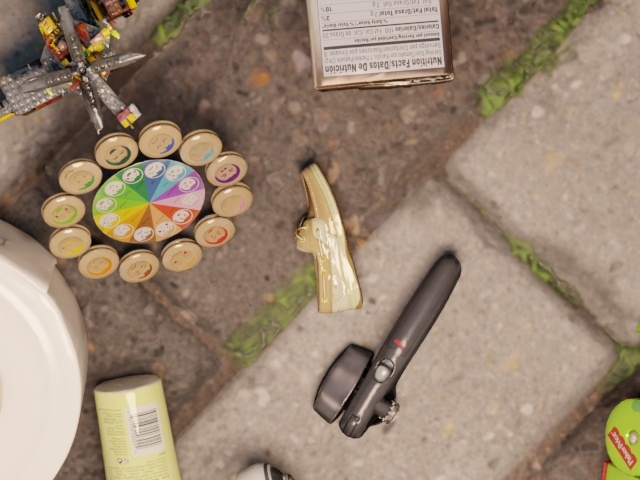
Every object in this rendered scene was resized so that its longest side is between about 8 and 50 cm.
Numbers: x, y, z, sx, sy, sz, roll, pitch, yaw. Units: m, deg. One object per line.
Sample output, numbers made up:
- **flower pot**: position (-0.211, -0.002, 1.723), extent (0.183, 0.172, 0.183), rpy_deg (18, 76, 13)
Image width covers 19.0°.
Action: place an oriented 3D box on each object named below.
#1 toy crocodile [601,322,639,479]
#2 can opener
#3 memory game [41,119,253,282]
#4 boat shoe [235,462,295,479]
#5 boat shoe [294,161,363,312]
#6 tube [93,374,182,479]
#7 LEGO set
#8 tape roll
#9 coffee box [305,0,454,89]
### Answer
- **toy crocodile**: position (0.285, 0.231, 1.663), extent (0.115, 0.105, 0.341), rpy_deg (3, 101, -34)
- **can opener**: position (0.068, 0.092, 1.676), extent (0.073, 0.059, 0.186), rpy_deg (35, 94, -1)
- **memory game**: position (-0.147, -0.029, 1.633), extent (0.186, 0.012, 0.186), rpy_deg (-12, 137, -11)
- **boat shoe**: position (0.043, 0.307, 1.663), extent (0.105, 0.113, 0.306), rpy_deg (-33, 93, 7)
- **boat shoe**: position (0.000, 0.000, 1.676), extent (0.045, 0.050, 0.135), rpy_deg (-16, 93, -3)
- **tube**: position (-0.153, 0.241, 1.696), extent (0.070, 0.062, 0.240), rpy_deg (-1, 102, 45)
- **LEGO set**: position (-0.323, -0.170, 1.599), extent (0.331, 0.192, 0.255), rpy_deg (-19, 93, 2)
- **tape roll**: position (-0.341, 0.112, 1.635), extent (0.286, 0.100, 0.286), rpy_deg (-1, 106, -2)
- **coffee box**: position (0.041, -0.274, 1.599), extent (0.118, 0.168, 0.297), rpy_deg (-5, 95, 2)
